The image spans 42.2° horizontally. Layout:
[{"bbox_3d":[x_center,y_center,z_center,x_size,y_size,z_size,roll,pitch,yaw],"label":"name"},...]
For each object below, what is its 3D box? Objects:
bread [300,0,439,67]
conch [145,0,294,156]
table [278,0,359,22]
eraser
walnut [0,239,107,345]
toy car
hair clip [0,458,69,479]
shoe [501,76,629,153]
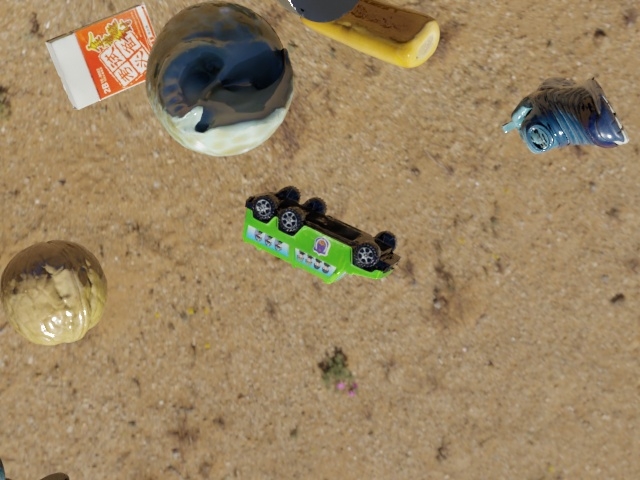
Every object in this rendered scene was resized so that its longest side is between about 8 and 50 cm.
[{"bbox_3d":[0.075,-0.338,1.307,0.092,0.239,0.074,-51,146,-13],"label":"bread"},{"bbox_3d":[-0.080,-0.126,0.659,0.116,0.172,0.106,-14,141,-6],"label":"conch"},{"bbox_3d":[0.000,-0.355,1.083,0.134,0.043,0.133,-16,125,-25],"label":"table"},{"bbox_3d":[-0.464,-0.403,1.818,0.230,0.038,0.157,-30,121,-25],"label":"eraser"},{"bbox_3d":[-0.554,0.109,1.733,0.228,0.228,0.227,-5,115,-12],"label":"walnut"},{"bbox_3d":[0.000,0.000,0.846,0.165,0.071,0.062,25,110,16],"label":"toy car"},{"bbox_3d":[-0.268,0.264,0.596,0.070,0.039,0.229,35,75,-34],"label":"hair clip"},{"bbox_3d":[0.308,-0.148,1.053,0.106,0.207,0.091,-35,108,-3],"label":"shoe"}]
